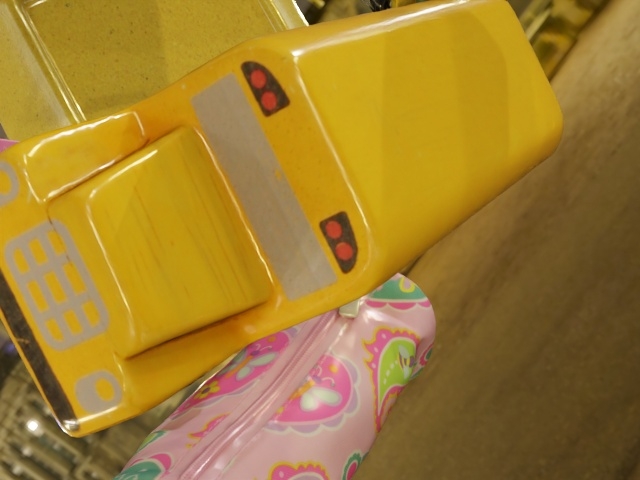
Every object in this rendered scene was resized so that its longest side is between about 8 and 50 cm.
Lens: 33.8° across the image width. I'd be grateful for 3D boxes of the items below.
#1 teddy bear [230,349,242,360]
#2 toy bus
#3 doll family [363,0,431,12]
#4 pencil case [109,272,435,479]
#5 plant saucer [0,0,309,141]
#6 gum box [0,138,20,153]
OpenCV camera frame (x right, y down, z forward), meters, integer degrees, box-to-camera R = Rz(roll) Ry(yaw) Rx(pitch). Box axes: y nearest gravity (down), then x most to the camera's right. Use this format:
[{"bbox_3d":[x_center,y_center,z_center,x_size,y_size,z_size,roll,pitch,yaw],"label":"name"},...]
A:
[{"bbox_3d":[0.000,0.000,1.149,0.338,0.245,0.113,-69,13,-15],"label":"teddy bear"},{"bbox_3d":[0.000,-0.033,0.483,0.130,0.108,0.332,-23,4,31],"label":"toy bus"},{"bbox_3d":[0.085,-0.216,0.889,0.193,0.076,0.111,-55,-27,-56],"label":"doll family"},{"bbox_3d":[-0.025,0.113,0.673,0.284,0.124,0.124,-47,-4,-47],"label":"pencil case"},{"bbox_3d":[-0.150,-0.170,1.035,0.332,0.333,0.081,-28,-9,-16],"label":"plant saucer"},{"bbox_3d":[-0.187,-0.015,0.804,0.062,0.188,0.107,6,91,51],"label":"gum box"}]
